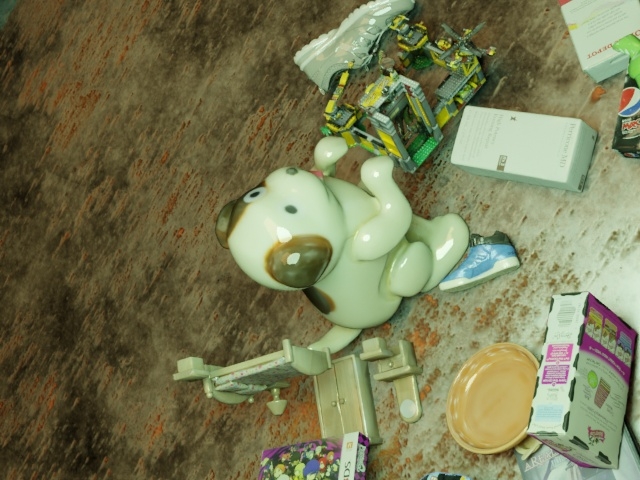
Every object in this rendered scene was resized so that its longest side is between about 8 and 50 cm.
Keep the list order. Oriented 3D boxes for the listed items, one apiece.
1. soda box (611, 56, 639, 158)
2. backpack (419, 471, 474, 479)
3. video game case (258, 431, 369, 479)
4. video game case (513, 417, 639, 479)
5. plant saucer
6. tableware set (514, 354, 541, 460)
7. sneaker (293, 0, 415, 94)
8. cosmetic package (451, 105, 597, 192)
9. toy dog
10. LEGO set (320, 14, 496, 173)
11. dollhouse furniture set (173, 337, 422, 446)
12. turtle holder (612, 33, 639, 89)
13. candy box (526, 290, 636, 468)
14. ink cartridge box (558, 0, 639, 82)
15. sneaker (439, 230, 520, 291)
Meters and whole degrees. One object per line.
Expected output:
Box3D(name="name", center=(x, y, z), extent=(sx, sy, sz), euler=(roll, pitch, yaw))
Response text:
Box3D(name="soda box", center=(0.539, -0.225, 1.585), extent=(0.053, 0.060, 0.169), euler=(9, 84, 38))
Box3D(name="backpack", center=(0.229, 0.482, 1.593), extent=(0.158, 0.117, 0.173), euler=(-4, 76, 35))
Box3D(name="video game case", center=(-0.023, 0.464, 1.698), extent=(0.232, 0.042, 0.210), euler=(-19, 47, 34))
Box3D(name="video game case", center=(0.416, 0.372, 1.490), extent=(0.196, 0.026, 0.274), euler=(-36, 41, 23))
Box3D(name="plant saucer", center=(0.304, 0.272, 1.610), extent=(0.200, 0.037, 0.200), euler=(-31, 43, 33))
Box3D(name="tableware set", center=(0.358, 0.284, 1.585), extent=(0.141, 0.020, 0.169), euler=(-47, 36, 10))
Box3D(name="sneaker", center=(0.086, -0.411, 1.956), extent=(0.281, 0.105, 0.115), euler=(-31, 92, 24))
Box3D(name="cosmetic package", center=(0.361, -0.166, 1.684), extent=(0.231, 0.085, 0.117), euler=(12, 86, 38))
Box3D(name="toy dog", center=(0.000, 0.000, 1.697), extent=(0.284, 0.408, 0.395), euler=(43, 103, 36))
Box3D(name="LEGO set", center=(0.145, -0.301, 1.743), extent=(0.331, 0.192, 0.255), euler=(-43, 52, -5))
Box3D(name="dollhouse furniture set", center=(-0.025, 0.280, 1.679), extent=(0.303, 0.355, 0.174), euler=(-21, 68, 29))
Box3D(name="turtle holder", center=(0.598, -0.258, 1.400), extent=(0.243, 0.320, 0.227), euler=(-29, 88, 18))
Box3D(name="candy box", center=(0.409, 0.217, 1.464), extent=(0.071, 0.159, 0.233), euler=(-11, 54, 45))
Box3D(name="ink cartridge box", center=(0.501, -0.384, 1.644), extent=(0.127, 0.072, 0.175), euler=(-24, 65, 29))
Box3D(name="sneaker", center=(0.277, 0.034, 1.707), extent=(0.152, 0.058, 0.084), euler=(-24, 71, 24))
